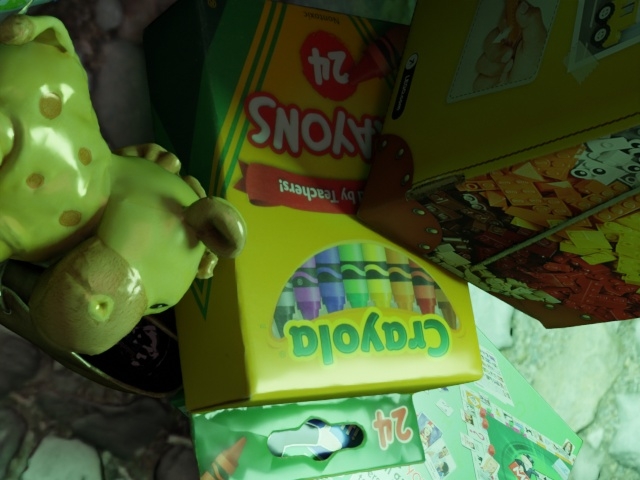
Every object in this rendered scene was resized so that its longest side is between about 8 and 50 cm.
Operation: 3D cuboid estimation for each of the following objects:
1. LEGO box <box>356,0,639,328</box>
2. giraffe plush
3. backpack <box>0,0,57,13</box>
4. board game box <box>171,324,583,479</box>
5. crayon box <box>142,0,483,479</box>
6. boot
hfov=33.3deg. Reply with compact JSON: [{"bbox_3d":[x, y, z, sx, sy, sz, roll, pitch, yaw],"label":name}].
[{"bbox_3d":[0.259,-0.224,0.681,0.193,0.372,0.500,28,66,-28],"label":"LEGO box"},{"bbox_3d":[-0.141,-0.013,0.582,0.170,0.181,0.210,40,88,-17],"label":"giraffe plush"},{"bbox_3d":[-0.193,-0.261,0.594,0.355,0.273,0.290,-6,70,-40],"label":"backpack"},{"bbox_3d":[0.062,0.140,0.819,0.317,0.046,0.213,46,53,-18],"label":"board game box"},{"bbox_3d":[0.000,0.000,0.731,0.202,0.081,0.319,0,76,-38],"label":"crayon box"},{"bbox_3d":[-0.203,0.004,0.686,0.305,0.115,0.112,37,81,-24],"label":"boot"}]
